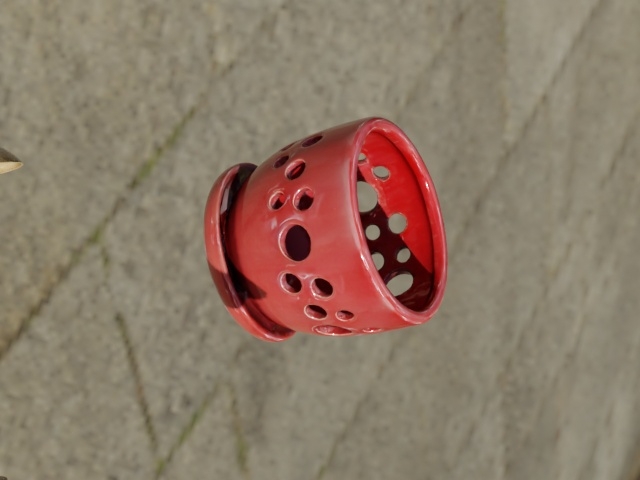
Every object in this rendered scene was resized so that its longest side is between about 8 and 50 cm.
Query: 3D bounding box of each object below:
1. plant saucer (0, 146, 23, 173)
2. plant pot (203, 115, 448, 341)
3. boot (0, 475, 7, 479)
[{"bbox_3d":[-0.247,-0.052,1.218,0.083,0.083,0.015,-6,85,-67],"label":"plant saucer"},{"bbox_3d":[0.000,0.000,1.598,0.191,0.174,0.191,42,41,-50],"label":"plant pot"},{"bbox_3d":[-0.167,0.294,1.292,0.104,0.295,0.211,-39,136,-62],"label":"boot"}]
